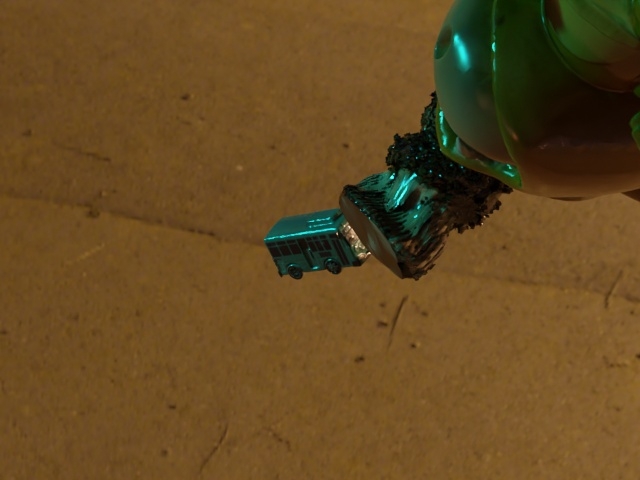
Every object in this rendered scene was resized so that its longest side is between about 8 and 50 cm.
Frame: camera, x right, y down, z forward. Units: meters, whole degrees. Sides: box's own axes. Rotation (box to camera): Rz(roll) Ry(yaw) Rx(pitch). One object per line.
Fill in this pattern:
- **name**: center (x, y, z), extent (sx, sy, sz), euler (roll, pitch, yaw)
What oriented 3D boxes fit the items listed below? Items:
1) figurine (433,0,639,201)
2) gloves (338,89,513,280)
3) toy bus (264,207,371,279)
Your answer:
- **figurine**: center (0.264, -0.157, 0.878), extent (0.401, 0.387, 0.268), euler (38, 73, 15)
- **gloves**: center (0.164, -0.103, 1.340), extent (0.135, 0.312, 0.210), euler (44, 3, -19)
- **toy bus**: center (0.000, 0.000, 1.702), extent (0.160, 0.092, 0.079), euler (-7, 30, 36)
